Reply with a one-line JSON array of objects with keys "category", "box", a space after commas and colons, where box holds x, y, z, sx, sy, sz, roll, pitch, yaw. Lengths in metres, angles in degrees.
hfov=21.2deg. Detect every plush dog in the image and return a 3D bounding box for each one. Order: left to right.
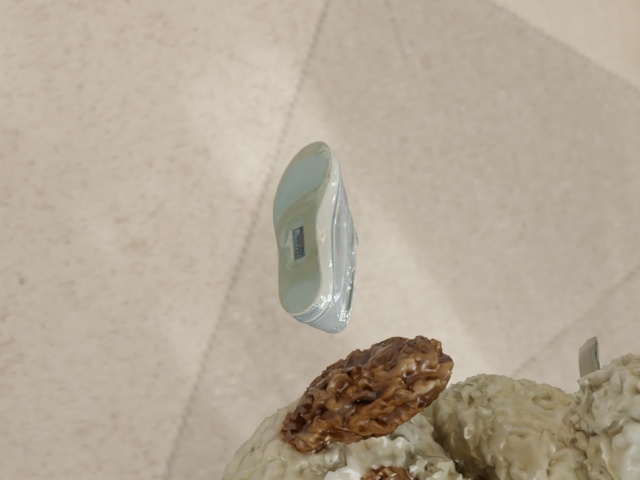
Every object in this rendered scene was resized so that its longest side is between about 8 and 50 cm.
[{"category": "plush dog", "box": [0.050, 0.139, 0.832, 0.225, 0.210, 0.262, 9, 107, -31]}]

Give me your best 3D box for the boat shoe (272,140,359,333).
[{"category": "boat shoe", "box": [0.001, 0.000, 1.836, 0.081, 0.079, 0.227, 39, 41, -41]}]
